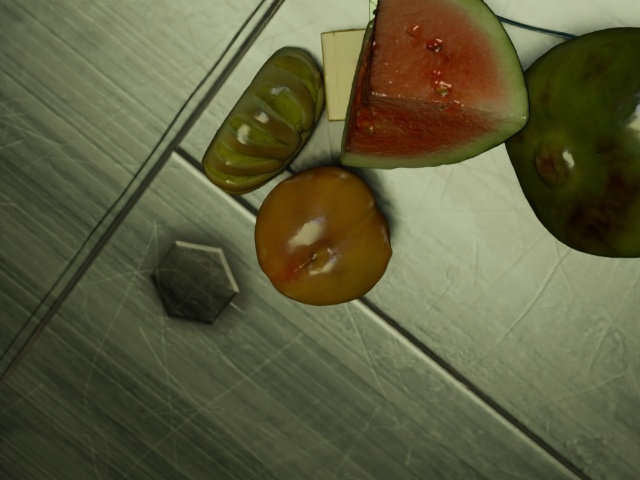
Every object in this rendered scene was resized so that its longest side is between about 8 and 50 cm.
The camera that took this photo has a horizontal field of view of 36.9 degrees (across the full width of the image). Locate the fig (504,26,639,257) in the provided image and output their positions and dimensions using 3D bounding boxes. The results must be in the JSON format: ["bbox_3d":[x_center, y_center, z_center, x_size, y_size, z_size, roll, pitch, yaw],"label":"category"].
[{"bbox_3d":[0.285,-0.094,0.840,0.225,0.203,0.203,-24,101,-21],"label":"fig"}]

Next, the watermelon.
[{"bbox_3d":[0.083,-0.133,0.856,0.137,0.145,0.193,-31,75,-19],"label":"watermelon"}]

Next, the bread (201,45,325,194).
[{"bbox_3d":[-0.054,-0.116,0.928,0.083,0.094,0.157,36,87,5],"label":"bread"}]

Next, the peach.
[{"bbox_3d":[0.000,0.000,0.928,0.138,0.138,0.138,2,104,9],"label":"peach"}]

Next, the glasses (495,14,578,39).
[{"bbox_3d":[0.179,-0.282,0.843,0.220,0.088,0.189,30,103,0],"label":"glasses"}]

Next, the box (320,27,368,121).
[{"bbox_3d":[0.080,-0.162,0.914,0.155,0.023,0.087,-4,104,5],"label":"box"}]

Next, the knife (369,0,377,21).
[{"bbox_3d":[0.061,-0.190,0.929,0.030,0.014,0.207,-1,102,9],"label":"knife"}]
